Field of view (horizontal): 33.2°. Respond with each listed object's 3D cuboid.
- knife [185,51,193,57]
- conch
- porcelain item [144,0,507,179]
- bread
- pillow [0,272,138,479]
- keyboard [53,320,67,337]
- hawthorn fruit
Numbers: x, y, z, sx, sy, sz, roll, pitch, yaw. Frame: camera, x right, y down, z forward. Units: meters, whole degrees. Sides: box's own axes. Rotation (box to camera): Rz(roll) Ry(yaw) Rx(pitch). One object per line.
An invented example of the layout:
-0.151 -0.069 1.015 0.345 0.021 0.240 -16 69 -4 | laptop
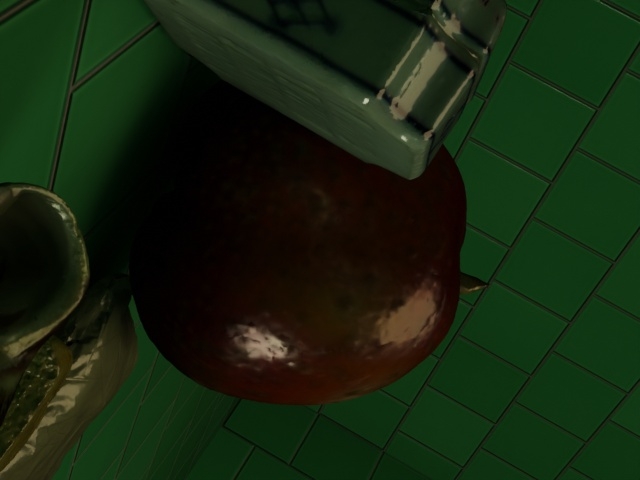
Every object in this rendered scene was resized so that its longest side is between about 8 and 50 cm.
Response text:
-0.061 -0.294 1.135 0.293 0.019 0.043 -57 176 -25 | knife
-0.252 0.055 0.697 0.181 0.124 0.187 -34 131 -58 | conch
0.005 -0.190 0.905 0.157 0.281 0.286 -58 173 -2 | porcelain item
-0.290 0.142 0.956 0.156 0.086 0.125 -57 180 -13 | bread
-0.292 0.191 1.220 0.281 0.076 0.274 -58 175 -23 | pillow
-0.313 0.139 1.053 0.197 0.015 0.074 -59 159 -22 | keyboard
0.000 0.000 1.204 0.403 0.402 0.403 -60 174 -10 | hawthorn fruit
